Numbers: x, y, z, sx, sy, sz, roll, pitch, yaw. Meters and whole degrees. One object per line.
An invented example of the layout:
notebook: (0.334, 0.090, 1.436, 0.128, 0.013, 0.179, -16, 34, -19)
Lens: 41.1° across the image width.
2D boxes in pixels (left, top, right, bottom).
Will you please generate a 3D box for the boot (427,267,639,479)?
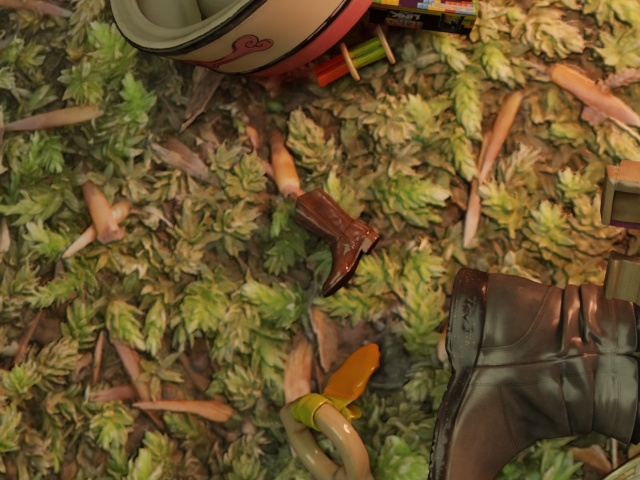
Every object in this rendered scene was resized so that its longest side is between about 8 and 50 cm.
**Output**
boot: (0.237, 0.199, 0.923, 0.222, 0.118, 0.339, 7, 87, 12)

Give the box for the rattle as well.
rattle: (0.052, 0.250, 1.009, 0.130, 0.142, 0.200, -38, 88, 40)

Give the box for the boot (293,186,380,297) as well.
boot: (0.000, 0.000, 1.059, 0.114, 0.037, 0.106, 38, 80, 15)

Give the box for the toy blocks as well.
toy blocks: (0.007, -0.250, 1.089, 0.148, 0.054, 0.123, -22, 75, 12)

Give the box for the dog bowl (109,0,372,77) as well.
dog bowl: (-0.069, -0.377, 1.014, 0.407, 0.150, 0.408, -19, 60, 37)

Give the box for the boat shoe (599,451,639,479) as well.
boat shoe: (0.345, 0.252, 0.911, 0.135, 0.050, 0.045, -36, 68, 8)

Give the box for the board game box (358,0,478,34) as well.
board game box: (0.108, -0.332, 1.042, 0.170, 0.048, 0.141, 8, 72, 0)

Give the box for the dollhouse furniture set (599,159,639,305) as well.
dollhouse furniture set: (0.425, 0.080, 0.888, 0.286, 0.198, 0.304, 9, 107, 19)
